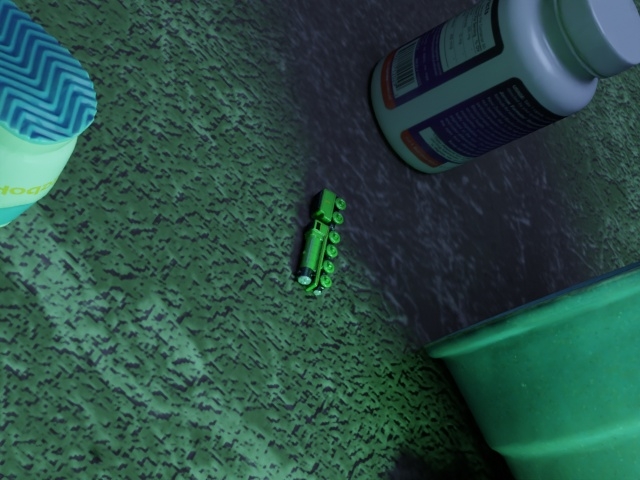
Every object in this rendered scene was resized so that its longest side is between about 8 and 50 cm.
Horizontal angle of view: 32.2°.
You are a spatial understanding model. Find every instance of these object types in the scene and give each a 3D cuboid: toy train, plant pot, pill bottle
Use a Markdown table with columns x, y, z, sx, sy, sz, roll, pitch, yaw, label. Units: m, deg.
| x | y | z | sx | sy | sz | roll | pitch | yaw | label |
| --- | --- | --- | --- | --- | --- | --- | --- | --- | --- |
| 0.000 | 0.000 | 0.765 | 0.024 | 0.017 | 0.083 | 30 | 51 | -23 | toy train |
| 0.286 | 0.163 | 0.738 | 0.341 | 0.341 | 0.334 | -12 | 79 | -50 | plant pot |
| 0.142 | -0.132 | 0.849 | 0.108 | 0.193 | 0.108 | 24 | 56 | -40 | pill bottle |

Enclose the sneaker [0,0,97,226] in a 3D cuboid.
| x | y | z | sx | sy | sz | roll | pitch | yaw | label |
| --- | --- | --- | --- | --- | --- | --- | --- | --- | --- |
| -0.208 | -0.106 | 0.537 | 0.228 | 0.092 | 0.087 | 51 | 40 | 12 | sneaker |
